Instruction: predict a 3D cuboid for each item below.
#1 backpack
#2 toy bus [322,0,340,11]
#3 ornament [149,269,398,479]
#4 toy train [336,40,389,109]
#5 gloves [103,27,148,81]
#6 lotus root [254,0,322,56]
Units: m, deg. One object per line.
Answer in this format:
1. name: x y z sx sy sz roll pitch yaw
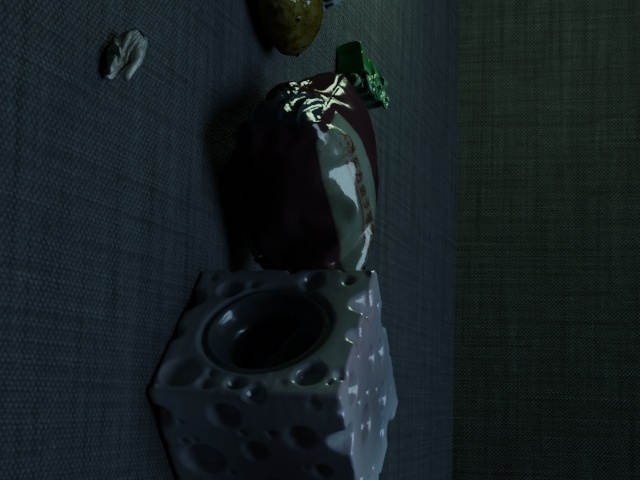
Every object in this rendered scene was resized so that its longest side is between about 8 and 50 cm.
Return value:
1. backpack: -0.016 -0.110 1.841 0.317 0.197 0.283 -74 157 -61
2. toy bus: -0.013 -0.453 2.043 0.087 0.089 0.194 -73 158 -47
3. ornament: -0.049 0.199 1.627 0.239 0.239 0.239 -70 156 -51
4. toy train: 0.080 -0.303 2.418 0.178 0.071 0.104 27 53 -71
5. gloves: -0.213 -0.206 1.411 0.044 0.037 0.081 48 47 -11
6. lotus root: -0.056 -0.380 1.883 0.258 0.097 0.110 69 29 -44
